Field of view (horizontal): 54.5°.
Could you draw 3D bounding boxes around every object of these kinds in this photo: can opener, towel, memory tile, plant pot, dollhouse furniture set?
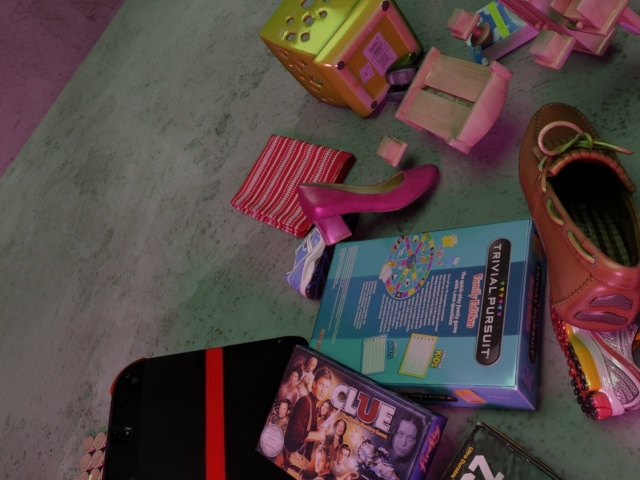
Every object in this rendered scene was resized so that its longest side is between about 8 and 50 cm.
[{"bbox_3d":[0.206,-0.287,1.160,0.186,0.073,0.059,7,61,32],"label":"can opener"},{"bbox_3d":[-0.066,-0.123,1.303,0.274,0.031,0.199,23,79,45],"label":"towel"},{"bbox_3d":[-0.445,0.446,1.279,0.148,0.012,0.113,-24,51,26],"label":"memory tile"},{"bbox_3d":[0.056,-0.397,1.239,0.227,0.228,0.207,-50,50,2],"label":"plant pot"},{"bbox_3d":[0.295,-0.219,0.992,0.356,0.173,0.303,-61,29,13],"label":"dollhouse furniture set"}]

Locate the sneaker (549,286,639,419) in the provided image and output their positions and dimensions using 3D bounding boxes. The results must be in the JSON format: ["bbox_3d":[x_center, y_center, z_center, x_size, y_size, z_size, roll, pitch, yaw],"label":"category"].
[{"bbox_3d":[0.350,0.114,0.787,0.092,0.088,0.225,-11,53,8],"label":"sneaker"}]

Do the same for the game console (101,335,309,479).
[{"bbox_3d":[-0.166,0.334,0.954,0.341,0.060,0.387,-8,49,-2],"label":"game console"}]

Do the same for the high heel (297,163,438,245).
[{"bbox_3d":[0.082,-0.098,1.064,0.244,0.117,0.082,-29,17,-1],"label":"high heel"}]

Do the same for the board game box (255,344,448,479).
[{"bbox_3d":[0.033,0.262,0.837,0.243,0.042,0.165,19,86,40],"label":"board game box"}]

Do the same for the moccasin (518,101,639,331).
[{"bbox_3d":[0.336,-0.069,0.803,0.139,0.147,0.380,11,45,6],"label":"moccasin"}]

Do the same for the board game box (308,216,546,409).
[{"bbox_3d":[0.150,0.111,0.923,0.335,0.079,0.254,-7,53,36],"label":"board game box"}]

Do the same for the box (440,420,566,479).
[{"bbox_3d":[0.208,0.416,0.709,0.257,0.079,0.322,31,86,48],"label":"box"}]

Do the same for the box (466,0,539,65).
[{"bbox_3d":[0.346,-0.398,1.122,0.178,0.042,0.109,-28,49,23],"label":"box"}]

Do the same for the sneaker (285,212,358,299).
[{"bbox_3d":[0.000,0.000,1.136,0.081,0.080,0.211,16,75,42],"label":"sneaker"}]
